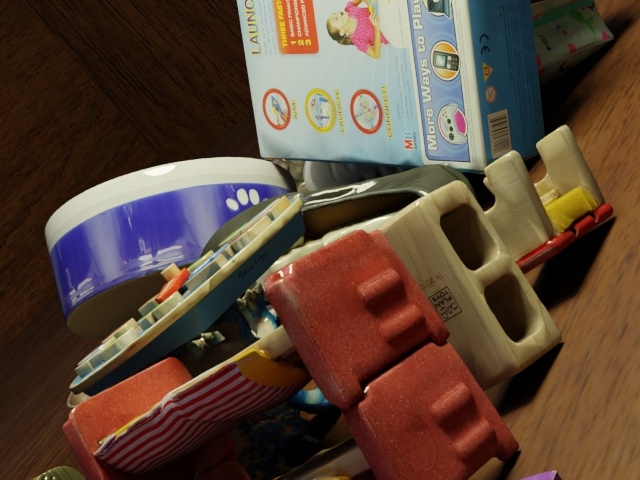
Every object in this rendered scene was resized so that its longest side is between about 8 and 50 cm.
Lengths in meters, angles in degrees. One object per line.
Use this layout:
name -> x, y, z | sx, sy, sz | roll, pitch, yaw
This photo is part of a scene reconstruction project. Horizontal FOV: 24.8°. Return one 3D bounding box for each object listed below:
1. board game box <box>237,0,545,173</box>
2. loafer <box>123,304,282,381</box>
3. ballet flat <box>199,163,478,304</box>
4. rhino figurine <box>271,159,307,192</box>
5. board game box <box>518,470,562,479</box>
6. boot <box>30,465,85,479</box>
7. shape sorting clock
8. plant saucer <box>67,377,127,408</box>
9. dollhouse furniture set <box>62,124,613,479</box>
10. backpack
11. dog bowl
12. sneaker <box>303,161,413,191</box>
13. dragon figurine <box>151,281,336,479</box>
board game box -> 0.050, -0.225, 1.342 | 0.086, 0.308, 0.302 | -20, 18, -39
loafer -> -0.129, 0.099, 1.490 | 0.302, 0.095, 0.109 | -29, 15, 49
ballet flat -> 0.000, 0.000, 1.272 | 0.280, 0.095, 0.096 | -20, 11, 23
rhino figurine -> -0.045, -0.083, 2.013 | 0.243, 0.073, 0.106 | -40, 13, 0
board game box -> -0.053, 0.224, 0.667 | 0.347, 0.056, 0.208 | -23, 14, 30
boot -> -0.368, 0.324, 1.394 | 0.269, 0.089, 0.236 | -33, -12, 32
shape sorting clock -> -0.094, 0.035, 1.010 | 0.206, 0.040, 0.206 | -36, 7, 5
plant saucer -> -0.177, 0.108, 1.767 | 0.310, 0.050, 0.310 | -39, 10, 8
dollhouse furniture set -> 0.046, 0.076, 0.921 | 0.201, 0.152, 0.374 | -34, -5, 37
backpack -> 0.153, -0.222, 1.475 | 0.225, 0.191, 0.253 | -24, 4, -40
dog bowl -> -0.143, 0.013, 1.500 | 0.265, 0.104, 0.265 | -14, -16, -4
sneaker -> 0.078, -0.110, 1.641 | 0.281, 0.105, 0.115 | -35, -1, -37
dragon figurine -> -0.040, 0.115, 1.123 | 0.085, 0.144, 0.289 | -41, -9, 12
